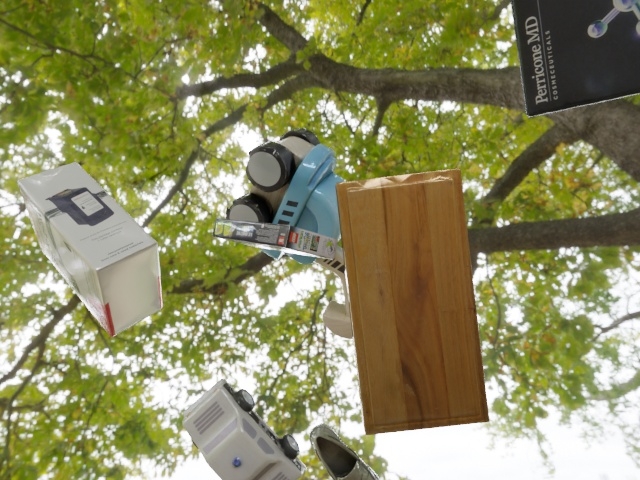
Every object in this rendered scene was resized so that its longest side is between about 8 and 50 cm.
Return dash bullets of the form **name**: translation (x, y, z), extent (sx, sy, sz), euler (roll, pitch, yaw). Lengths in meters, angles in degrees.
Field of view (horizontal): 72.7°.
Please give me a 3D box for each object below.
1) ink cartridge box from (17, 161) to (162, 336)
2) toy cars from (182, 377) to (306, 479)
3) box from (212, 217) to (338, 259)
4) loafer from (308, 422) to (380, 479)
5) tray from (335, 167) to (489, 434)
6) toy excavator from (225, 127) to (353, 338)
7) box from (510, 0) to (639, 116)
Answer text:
- **ink cartridge box**: translation (-0.372, 0.011, 0.714), extent (0.100, 0.237, 0.172), euler (-32, -29, -38)
- **toy cars**: translation (-0.106, 0.397, 0.608), extent (0.176, 0.393, 0.087), euler (-2, 2, 1)
- **box**: translation (-0.084, -0.004, 0.760), extent (0.207, 0.036, 0.114), euler (7, -6, 44)
- **loafer**: translation (0.083, 0.691, 1.296), extent (0.112, 0.319, 0.111), euler (-44, -6, -7)
- **tray**: translation (0.149, 0.099, 0.727), extent (0.203, 0.411, 0.076), euler (-7, 1, 1)
- **toy excavator**: translation (0.000, 0.000, 1.100), extent (0.445, 0.222, 0.433), euler (31, -59, 7)
- **box**: translation (0.506, -0.379, 0.629), extent (0.395, 0.293, 0.212), euler (-5, 17, 39)
